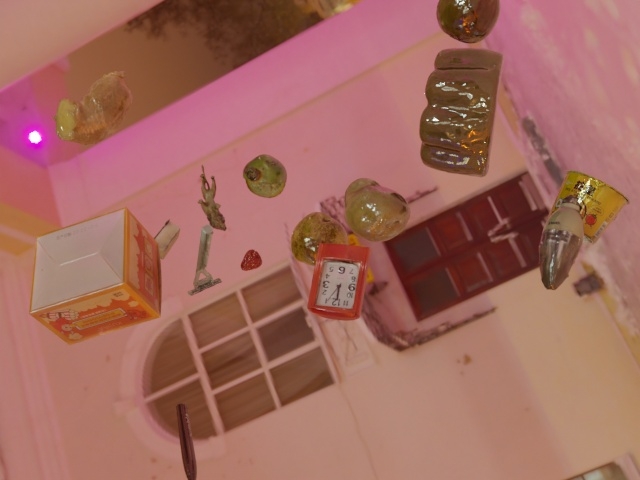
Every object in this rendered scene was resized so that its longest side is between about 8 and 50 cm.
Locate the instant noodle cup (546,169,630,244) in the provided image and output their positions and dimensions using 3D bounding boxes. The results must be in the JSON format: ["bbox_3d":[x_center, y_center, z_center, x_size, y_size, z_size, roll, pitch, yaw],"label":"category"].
[{"bbox_3d":[0.699,-0.083,1.862,0.182,0.144,0.182,31,-177,-2],"label":"instant noodle cup"}]

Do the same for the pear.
[{"bbox_3d":[0.000,0.000,2.359,0.197,0.197,0.197,60,-168,-21],"label":"pear"}]

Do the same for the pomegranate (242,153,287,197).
[{"bbox_3d":[-0.182,-0.218,2.248,0.169,0.143,0.122,47,-121,-60],"label":"pomegranate"}]

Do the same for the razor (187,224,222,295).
[{"bbox_3d":[-0.353,0.053,2.129,0.056,0.111,0.278,47,145,30],"label":"razor"}]

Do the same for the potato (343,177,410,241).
[{"bbox_3d":[0.127,-0.081,1.732,0.157,0.157,0.194,52,-178,-46],"label":"potato"}]

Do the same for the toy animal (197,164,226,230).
[{"bbox_3d":[-0.349,-0.131,2.206,0.086,0.069,0.220,-101,-1,-87],"label":"toy animal"}]

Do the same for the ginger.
[{"bbox_3d":[-0.631,-0.373,1.991,0.138,0.267,0.152,9,139,52],"label":"ginger"}]

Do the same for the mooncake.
[{"bbox_3d":[0.406,-0.370,2.013,0.378,0.200,0.379,9,-90,-77],"label":"mooncake"}]

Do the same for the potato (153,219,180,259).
[{"bbox_3d":[-0.528,-0.003,2.383,0.061,0.086,0.122,30,-123,0],"label":"potato"}]

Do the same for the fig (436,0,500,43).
[{"bbox_3d":[0.314,-0.502,1.369,0.124,0.236,0.124,25,178,1],"label":"fig"}]

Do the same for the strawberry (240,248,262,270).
[{"bbox_3d":[-0.249,0.077,2.515,0.083,0.073,0.073,-50,-57,-30],"label":"strawberry"}]

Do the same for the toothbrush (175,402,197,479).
[{"bbox_3d":[-0.368,0.607,1.960,0.041,0.041,0.364,53,-171,-43],"label":"toothbrush"}]

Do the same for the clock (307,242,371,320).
[{"bbox_3d":[0.042,0.089,1.480,0.061,0.113,0.155,63,-144,-63],"label":"clock"}]

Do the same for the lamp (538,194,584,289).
[{"bbox_3d":[0.586,0.004,1.708,0.101,0.101,0.250,50,-124,-51],"label":"lamp"}]

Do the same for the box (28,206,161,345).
[{"bbox_3d":[-0.606,0.102,1.918,0.214,0.283,0.260,60,-165,-54],"label":"box"}]
